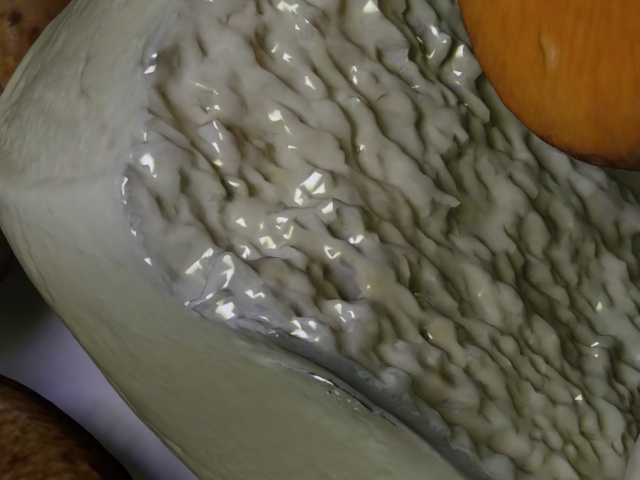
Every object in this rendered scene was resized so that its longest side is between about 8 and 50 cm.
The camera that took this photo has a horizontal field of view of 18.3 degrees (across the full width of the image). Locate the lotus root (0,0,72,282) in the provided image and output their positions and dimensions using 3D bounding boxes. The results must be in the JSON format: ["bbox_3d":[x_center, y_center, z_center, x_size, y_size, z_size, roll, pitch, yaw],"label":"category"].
[{"bbox_3d":[-0.198,-0.081,1.006,0.193,0.193,0.291,14,64,31],"label":"lotus root"}]

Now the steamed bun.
[{"bbox_3d":[0.000,0.000,0.803,0.273,0.272,0.290,-33,106,33],"label":"steamed bun"}]

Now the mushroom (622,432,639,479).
[{"bbox_3d":[0.224,0.137,0.736,0.246,0.202,0.246,3,72,-8],"label":"mushroom"}]

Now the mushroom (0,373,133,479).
[{"bbox_3d":[-0.216,0.228,0.979,0.345,0.239,0.345,-12,55,18],"label":"mushroom"}]

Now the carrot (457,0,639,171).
[{"bbox_3d":[0.144,-0.170,0.647,0.258,0.100,0.307,35,121,52],"label":"carrot"}]
